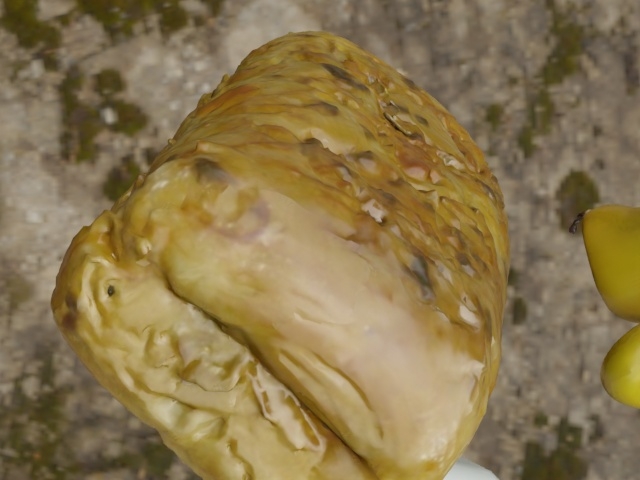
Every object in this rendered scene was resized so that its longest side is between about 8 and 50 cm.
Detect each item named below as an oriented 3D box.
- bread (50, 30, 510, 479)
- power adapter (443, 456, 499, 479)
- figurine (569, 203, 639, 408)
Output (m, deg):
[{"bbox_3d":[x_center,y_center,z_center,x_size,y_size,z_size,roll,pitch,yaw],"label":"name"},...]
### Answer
[{"bbox_3d":[0.000,0.000,0.469,0.114,0.211,0.083,42,107,-9],"label":"bread"},{"bbox_3d":[0.010,0.254,1.342,0.255,0.124,0.187,17,90,-35],"label":"power adapter"},{"bbox_3d":[0.183,-0.029,0.396,0.156,0.246,0.131,34,41,-31],"label":"figurine"}]
